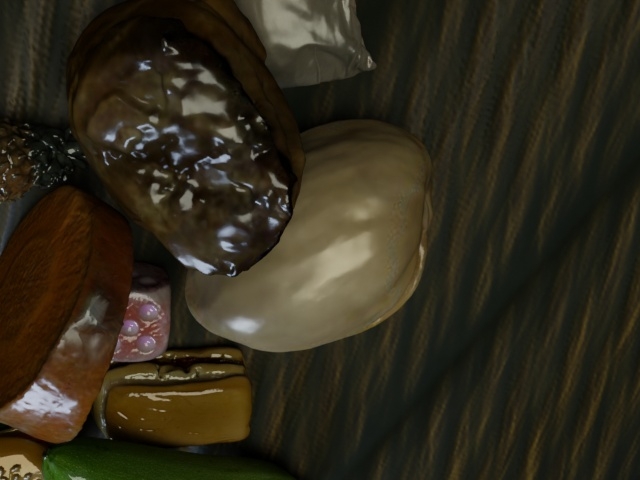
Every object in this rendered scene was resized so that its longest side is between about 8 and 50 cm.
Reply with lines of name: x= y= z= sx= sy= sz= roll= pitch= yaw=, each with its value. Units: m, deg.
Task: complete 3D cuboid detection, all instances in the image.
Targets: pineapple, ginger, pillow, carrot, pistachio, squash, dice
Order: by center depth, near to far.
ginger: x=-0.133 y=-0.117 z=0.927 sx=0.200 sy=0.223 sz=0.269 roll=-28 pitch=113 yaw=19
carrot: x=-0.268 y=0.074 z=0.947 sx=0.100 sy=0.307 sz=0.258 roll=19 pitch=76 yaw=-31
pillow: x=-0.022 y=-0.284 z=0.984 sx=0.173 sy=0.067 sz=0.270 roll=-4 pitch=112 yaw=-5
pineapple: x=-0.316 y=-0.089 z=0.985 sx=0.197 sy=0.108 sz=0.108 roll=-9 pitch=114 yaw=-22
pistachio: x=0.000 y=0.000 z=1.032 sx=0.309 sy=0.230 sz=0.230 roll=-34 pitch=115 yaw=9
dice: x=-0.221 y=0.081 z=1.069 sx=0.091 sy=0.093 sz=0.094 roll=3 pitch=111 yaw=-14
squash: x=-0.163 y=0.310 z=1.130 sx=0.395 sy=0.107 sz=0.107 roll=19 pitch=107 yaw=-39

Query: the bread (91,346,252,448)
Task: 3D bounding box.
bread: x=-0.183 y=0.197 z=1.140 sx=0.200 sy=0.077 sz=0.116 roll=-1 pitch=120 yaw=-12

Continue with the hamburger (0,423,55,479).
hamburger: x=-0.370 y=0.280 z=1.103 sx=0.162 sy=0.115 sz=0.162 roll=-4 pitch=111 yaw=-10
